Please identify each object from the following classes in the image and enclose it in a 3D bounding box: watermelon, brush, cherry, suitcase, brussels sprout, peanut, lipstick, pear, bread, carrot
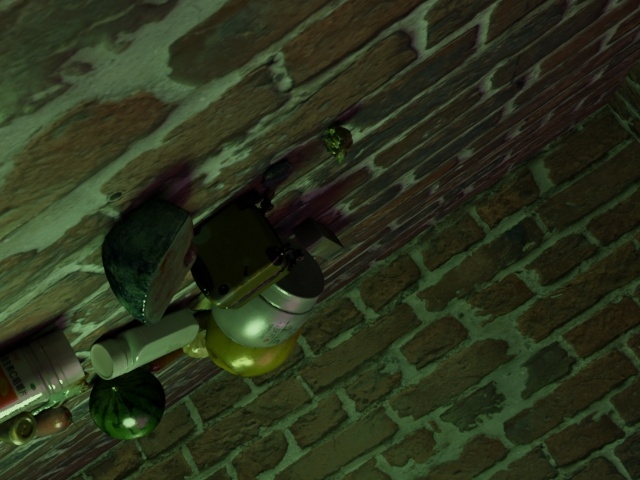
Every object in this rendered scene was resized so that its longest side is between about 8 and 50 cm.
[{"bbox_3d":[-0.623,0.523,2.122,0.242,0.242,0.242,-33,168,-8],"label":"watermelon"},{"bbox_3d":[-0.108,-0.123,1.484,0.070,0.021,0.196,-27,167,-22],"label":"brush"},{"bbox_3d":[-0.328,0.018,1.283,0.226,0.148,0.318,-47,168,-49],"label":"watermelon"},{"bbox_3d":[-0.850,0.571,2.085,0.127,0.086,0.106,-6,162,-28],"label":"cherry"},{"bbox_3d":[-0.177,0.032,1.482,0.235,0.193,0.143,-36,159,8],"label":"suitcase"},{"bbox_3d":[0.039,-0.211,1.416,0.058,0.085,0.085,-17,161,-34],"label":"brussels sprout"},{"bbox_3d":[-0.342,0.292,2.226,0.325,0.140,0.153,-26,149,-42],"label":"peanut"},{"bbox_3d":[0.000,0.000,2.121,0.076,0.079,0.371,-35,168,6],"label":"lipstick"},{"bbox_3d":[-0.203,0.263,2.050,0.336,0.285,0.285,-65,164,5],"label":"pear"},{"bbox_3d":[-0.353,0.188,2.032,0.068,0.028,0.154,-40,169,9],"label":"bread"},{"bbox_3d":[-0.526,0.395,2.344,0.069,0.069,0.336,-41,173,30],"label":"carrot"}]

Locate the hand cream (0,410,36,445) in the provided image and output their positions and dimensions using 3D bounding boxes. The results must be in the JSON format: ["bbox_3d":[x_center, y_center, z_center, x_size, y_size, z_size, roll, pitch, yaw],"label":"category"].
[{"bbox_3d":[-0.829,0.483,1.682,0.203,0.083,0.084,-9,179,25],"label":"hand cream"}]

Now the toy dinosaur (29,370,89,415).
[{"bbox_3d":[-0.713,0.395,1.743,0.206,0.092,0.393,-26,165,-27],"label":"toy dinosaur"}]

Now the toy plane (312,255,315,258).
[{"bbox_3d":[-0.098,0.058,2.077,0.160,0.082,0.234,-11,168,-42],"label":"toy plane"}]

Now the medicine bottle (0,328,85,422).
[{"bbox_3d":[-0.659,0.306,1.430,0.250,0.133,0.133,-27,166,-27],"label":"medicine bottle"}]

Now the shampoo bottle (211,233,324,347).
[{"bbox_3d":[-0.148,0.140,1.807,0.266,0.273,0.273,-46,164,31],"label":"shampoo bottle"}]

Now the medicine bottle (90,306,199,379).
[{"bbox_3d":[-0.499,0.292,1.870,0.296,0.111,0.161,-24,163,-48],"label":"medicine bottle"}]
